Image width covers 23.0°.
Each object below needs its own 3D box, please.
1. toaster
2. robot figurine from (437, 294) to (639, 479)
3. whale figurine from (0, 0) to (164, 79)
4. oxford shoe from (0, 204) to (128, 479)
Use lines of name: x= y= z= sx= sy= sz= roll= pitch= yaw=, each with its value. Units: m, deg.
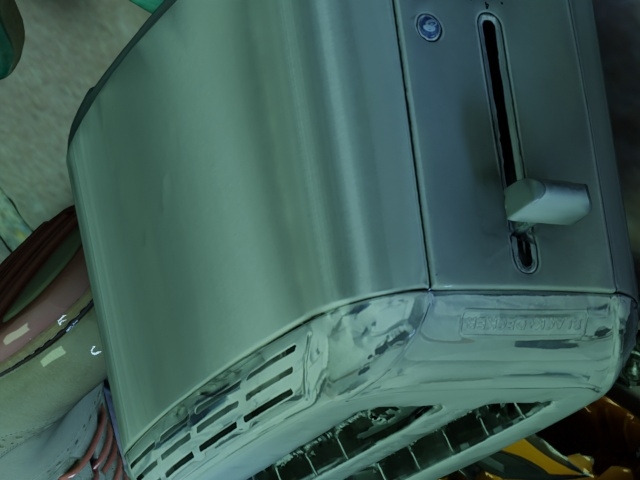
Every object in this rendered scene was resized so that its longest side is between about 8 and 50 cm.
toaster: x=0.000 y=0.000 z=0.501 sx=0.227 sy=0.129 sz=0.146 roll=-37 pitch=57 yaw=50
robot figurine: x=0.070 y=0.111 z=0.614 sx=0.291 sy=0.085 sz=0.211 roll=6 pitch=127 yaw=38
whale figurine: x=-0.150 y=-0.133 z=0.539 sx=0.272 sy=0.141 sz=0.216 roll=21 pitch=136 yaw=25
oxford shoe: x=-0.130 y=0.086 z=0.754 sx=0.130 sy=0.123 sz=0.348 roll=41 pitch=152 yaw=-5
